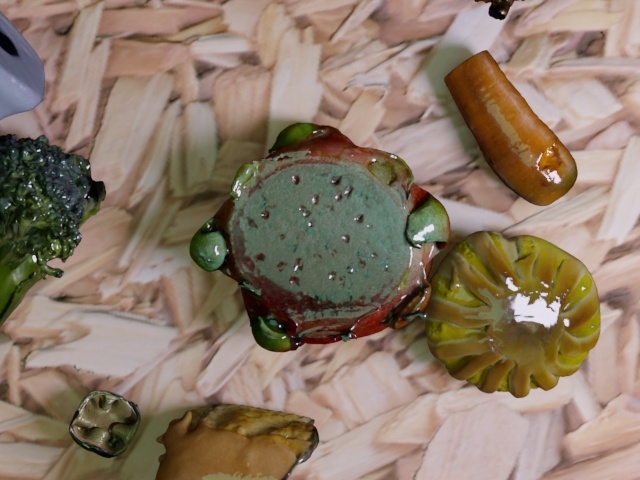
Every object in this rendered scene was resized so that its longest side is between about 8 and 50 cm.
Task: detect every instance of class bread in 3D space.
[{"bbox_3d":[-0.131,0.261,1.313,0.252,0.174,0.133,-36,92,10],"label":"bread"},{"bbox_3d":[0.226,0.090,1.295,0.214,0.105,0.213,-2,103,-10],"label":"bread"}]

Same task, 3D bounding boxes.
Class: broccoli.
[{"bbox_3d":[-0.375,0.024,1.313,0.146,0.165,0.304,27,109,-9],"label":"broccoli"}]

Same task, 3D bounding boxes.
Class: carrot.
[{"bbox_3d":[0.218,-0.126,1.290,0.087,0.087,0.193,-41,92,6],"label":"carrot"}]

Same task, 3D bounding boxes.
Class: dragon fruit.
[{"bbox_3d":[0.000,0.000,1.288,0.295,0.130,0.268,4,97,1],"label":"dragon fruit"}]

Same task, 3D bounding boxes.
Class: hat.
[{"bbox_3d":[-0.265,0.224,1.364,0.077,0.059,0.076,28,81,-7],"label":"hat"}]

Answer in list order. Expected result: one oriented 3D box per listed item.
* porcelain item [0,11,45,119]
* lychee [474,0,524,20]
[{"bbox_3d":[-0.508,-0.104,1.239,0.405,0.242,0.178,-37,120,8],"label":"porcelain item"},{"bbox_3d":[0.208,-0.347,1.207,0.200,0.200,0.238,6,74,1],"label":"lychee"}]
